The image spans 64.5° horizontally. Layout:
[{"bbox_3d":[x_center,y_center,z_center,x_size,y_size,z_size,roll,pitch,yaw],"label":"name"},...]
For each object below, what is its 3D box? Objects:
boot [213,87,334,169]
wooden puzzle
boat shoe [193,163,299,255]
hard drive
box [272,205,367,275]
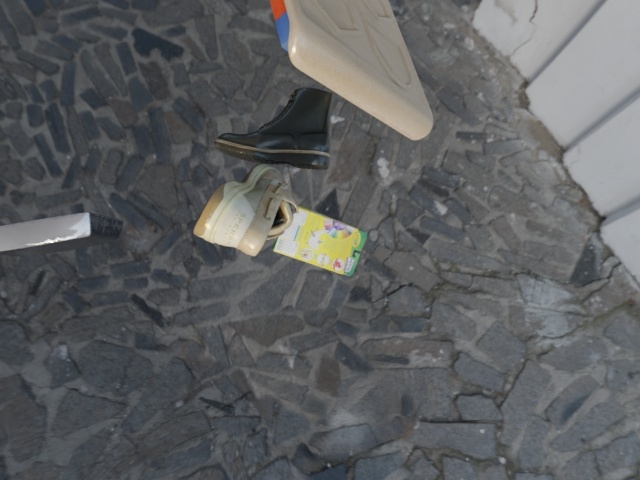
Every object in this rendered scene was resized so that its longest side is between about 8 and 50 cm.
[{"bbox_3d":[-0.074,-0.200,0.864,0.197,0.077,0.137,8,90,2],"label":"boot"},{"bbox_3d":[0.026,-0.338,0.756,0.322,0.080,0.348,15,59,-48],"label":"wooden puzzle"},{"bbox_3d":[-0.088,-0.043,0.762,0.098,0.302,0.109,30,104,1],"label":"boat shoe"},{"bbox_3d":[-0.564,-0.009,1.058,0.254,0.172,0.054,-9,85,2],"label":"hard drive"},{"bbox_3d":[0.000,0.000,1.062,0.179,0.043,0.105,20,93,-11],"label":"box"}]
